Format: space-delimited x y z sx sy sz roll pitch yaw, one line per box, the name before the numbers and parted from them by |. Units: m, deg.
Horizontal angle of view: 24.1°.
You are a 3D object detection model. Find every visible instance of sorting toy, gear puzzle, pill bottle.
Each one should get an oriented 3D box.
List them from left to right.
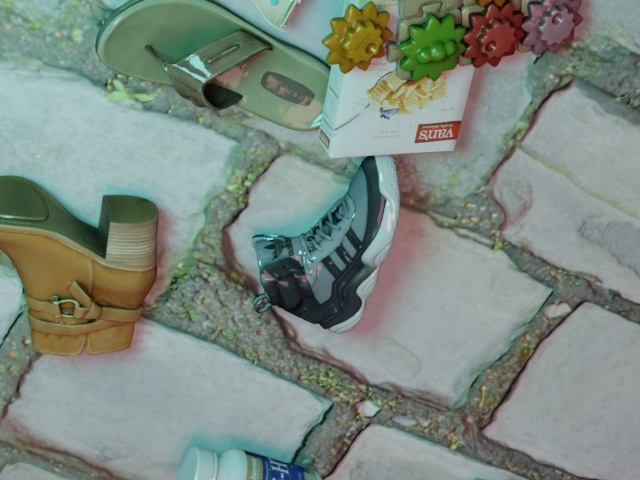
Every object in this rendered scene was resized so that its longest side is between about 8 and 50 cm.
pill bottle | -0.100 0.349 2.073 0.187 0.112 0.112 19 118 -20
sorting toy | -0.053 -0.293 1.704 0.075 0.045 0.083 26 116 -15
gear puzzle | 0.159 -0.259 1.686 0.339 0.044 0.175 -15 129 -20

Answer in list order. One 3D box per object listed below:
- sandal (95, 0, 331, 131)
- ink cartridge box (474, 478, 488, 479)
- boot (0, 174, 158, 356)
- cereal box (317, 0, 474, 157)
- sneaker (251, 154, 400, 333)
sandal | -0.108 -0.199 1.726 0.303 0.086 0.120 17 121 -20
ink cartridge box | 0.308 0.425 2.214 0.209 0.062 0.109 12 120 -16
boot | -0.345 0.038 1.851 0.283 0.109 0.220 2 127 -19
cereal box | 0.100 -0.212 1.753 0.173 0.047 0.240 -5 124 -24
sneaker | 0.000 0.000 1.864 0.153 0.101 0.268 7 124 -16
